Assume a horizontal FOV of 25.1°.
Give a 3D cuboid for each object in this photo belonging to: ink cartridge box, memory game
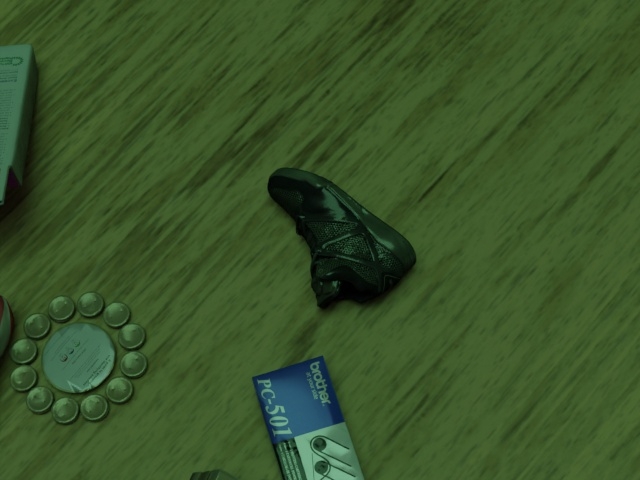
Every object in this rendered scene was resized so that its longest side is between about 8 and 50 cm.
[{"bbox_3d":[-0.560,-0.131,1.943,0.324,0.071,0.330,-4,47,2],"label":"ink cartridge box"},{"bbox_3d":[-0.011,0.255,1.784,0.097,0.046,0.207,-17,65,-5],"label":"ink cartridge box"},{"bbox_3d":[-0.315,0.152,1.873,0.186,0.012,0.186,-2,65,3],"label":"memory game"}]

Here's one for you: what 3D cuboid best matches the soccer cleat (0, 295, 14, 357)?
[{"bbox_3d":[-0.453,0.179,1.825,0.083,0.095,0.248,10,66,9],"label":"soccer cleat"}]

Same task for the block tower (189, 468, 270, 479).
[{"bbox_3d":[-0.158,0.425,1.675,0.097,0.091,0.335,32,67,-16],"label":"block tower"}]

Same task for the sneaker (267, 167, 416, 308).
[{"bbox_3d":[0.000,0.000,1.879,0.227,0.087,0.130,38,67,13],"label":"sneaker"}]
